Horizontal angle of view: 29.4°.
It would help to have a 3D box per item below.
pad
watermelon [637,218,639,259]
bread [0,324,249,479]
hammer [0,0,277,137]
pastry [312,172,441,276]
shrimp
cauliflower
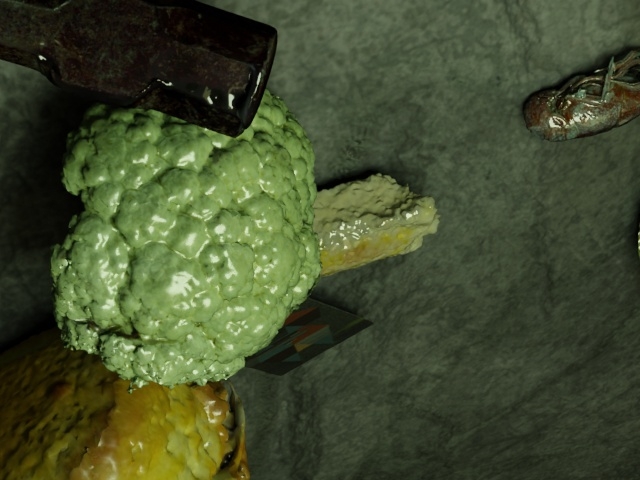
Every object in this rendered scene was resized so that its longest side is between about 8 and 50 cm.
[{"bbox_3d":[-0.041,0.108,1.367,0.143,0.003,0.211,-31,154,19],"label":"pad"},{"bbox_3d":[0.466,-0.055,1.450,0.128,0.159,0.303,29,120,-10],"label":"watermelon"},{"bbox_3d":[-0.255,0.232,1.194,0.358,0.337,0.204,-19,131,21],"label":"bread"},{"bbox_3d":[-0.116,-0.297,0.910,0.242,0.095,0.409,16,110,-3],"label":"hammer"},{"bbox_3d":[-0.002,-0.001,1.276,0.258,0.089,0.121,-22,163,-7],"label":"pastry"},{"bbox_3d":[0.309,-0.156,1.312,0.190,0.073,0.075,-19,180,4],"label":"shrimp"},{"bbox_3d":[-0.133,-0.006,1.105,0.275,0.250,0.272,-10,91,-37],"label":"cauliflower"}]
